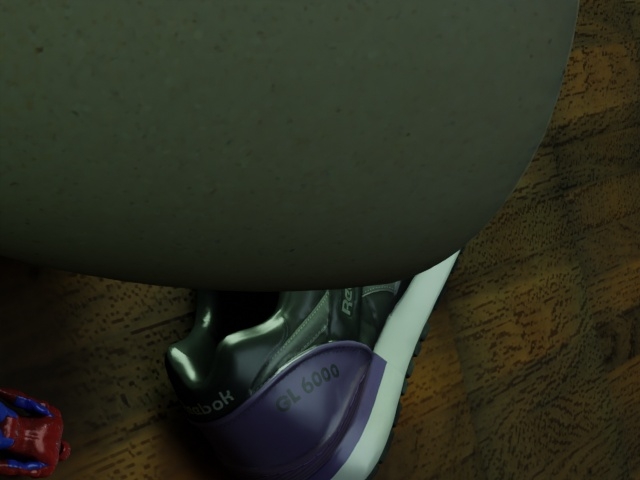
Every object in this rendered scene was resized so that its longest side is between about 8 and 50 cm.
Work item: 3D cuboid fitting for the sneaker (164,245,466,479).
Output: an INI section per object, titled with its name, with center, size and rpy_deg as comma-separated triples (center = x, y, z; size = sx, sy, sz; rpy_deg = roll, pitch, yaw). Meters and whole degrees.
[sneaker]
center = 0.000, 0.000, 1.021
size = 0.124, 0.107, 0.283
rpy_deg = 49, 39, -31

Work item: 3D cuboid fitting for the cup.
[cup]
center = -0.098, -0.123, 0.722
size = 0.237, 0.331, 0.331
rpy_deg = -13, 90, -36

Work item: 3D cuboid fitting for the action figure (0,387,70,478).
[action figure]
center = -0.140, 0.078, 0.813
size = 0.115, 0.030, 0.038
rpy_deg = 35, 55, -57
